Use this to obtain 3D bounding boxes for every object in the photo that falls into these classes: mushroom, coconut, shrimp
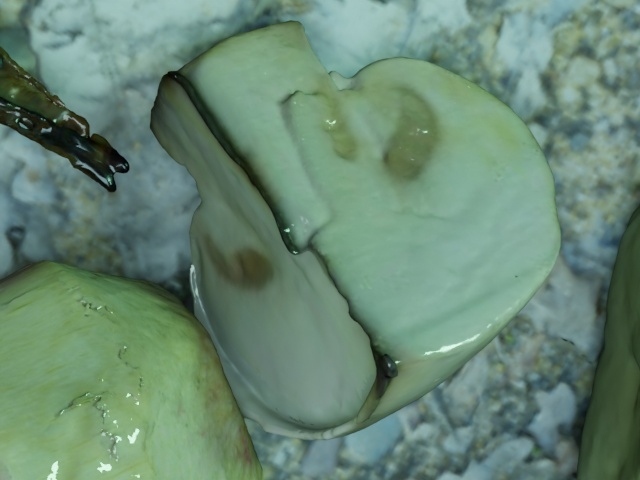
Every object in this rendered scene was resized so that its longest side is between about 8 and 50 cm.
[{"bbox_3d":[0.020,0.001,1.051,0.236,0.173,0.162,56,144,24],"label":"mushroom"},{"bbox_3d":[-0.156,0.141,1.002,0.259,0.259,0.259,0,103,0],"label":"coconut"},{"bbox_3d":[-0.225,-0.086,1.052,0.262,0.066,0.117,36,116,6],"label":"shrimp"}]

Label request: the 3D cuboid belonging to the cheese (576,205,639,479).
[{"bbox_3d":[0.250,0.074,1.017,0.174,0.251,0.247,8,88,-3],"label":"cheese"}]
